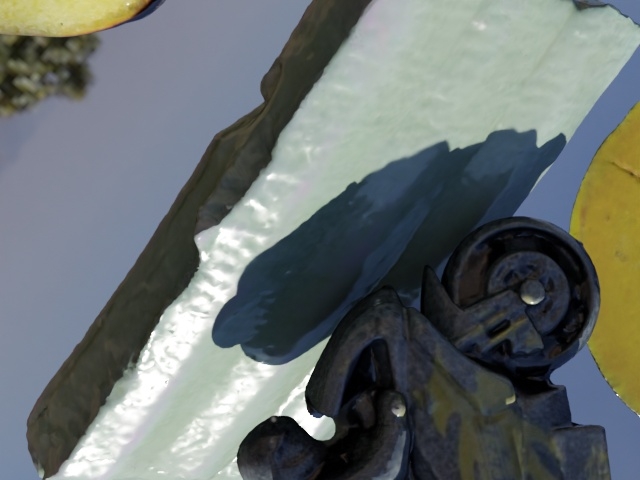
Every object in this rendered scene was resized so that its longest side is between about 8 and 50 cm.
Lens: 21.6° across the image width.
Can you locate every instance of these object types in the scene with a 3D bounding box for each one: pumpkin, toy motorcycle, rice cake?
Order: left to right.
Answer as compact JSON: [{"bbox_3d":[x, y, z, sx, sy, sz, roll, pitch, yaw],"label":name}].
[{"bbox_3d":[0.000,0.000,0.569,0.237,0.127,0.043,-56,-135,24],"label":"rice cake"},{"bbox_3d":[0.035,0.088,0.546,0.061,0.124,0.193,138,-48,-81],"label":"toy motorcycle"},{"bbox_3d":[0.218,-0.007,0.872,0.217,0.217,0.110,-49,-165,3],"label":"pumpkin"}]

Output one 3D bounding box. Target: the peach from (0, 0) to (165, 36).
[{"bbox_3d":[-0.220,-0.228,1.221,0.189,0.279,0.068,78,14,-49],"label":"peach"}]
